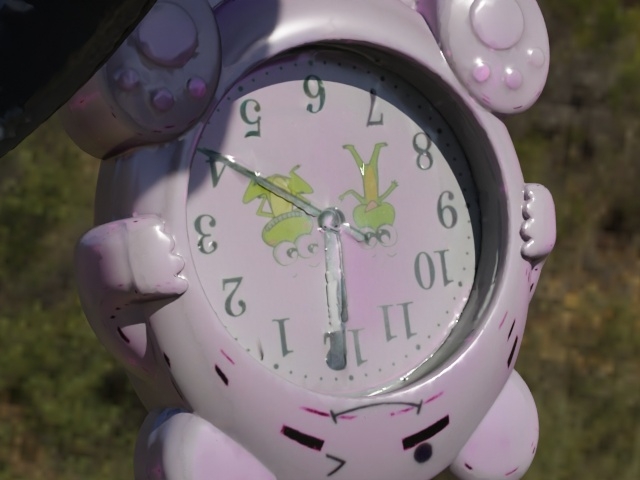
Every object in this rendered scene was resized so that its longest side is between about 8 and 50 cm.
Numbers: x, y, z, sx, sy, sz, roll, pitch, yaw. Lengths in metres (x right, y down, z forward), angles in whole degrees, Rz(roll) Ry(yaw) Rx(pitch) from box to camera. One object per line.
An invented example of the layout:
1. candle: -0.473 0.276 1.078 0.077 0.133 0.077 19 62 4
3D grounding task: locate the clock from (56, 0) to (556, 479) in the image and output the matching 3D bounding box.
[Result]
1. clock: 0.000 0.000 1.132 0.295 0.322 0.113 -5 -2 -26

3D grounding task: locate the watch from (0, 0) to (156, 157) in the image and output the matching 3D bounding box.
1. watch: -0.145 -0.133 0.613 0.314 0.327 0.335 50 14 15
